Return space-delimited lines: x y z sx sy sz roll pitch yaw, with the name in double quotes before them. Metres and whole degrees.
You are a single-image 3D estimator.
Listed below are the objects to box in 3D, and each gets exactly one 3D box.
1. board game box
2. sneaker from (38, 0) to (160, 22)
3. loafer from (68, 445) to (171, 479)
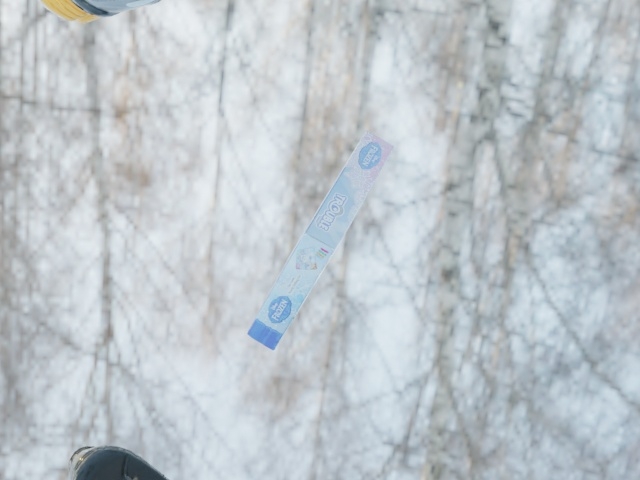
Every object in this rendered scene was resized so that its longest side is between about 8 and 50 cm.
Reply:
"board game box" 0.000 0.000 0.812 0.020 0.090 0.090 31 -135 0
"sneaker" -0.074 -0.205 0.713 0.083 0.214 0.084 9 -179 42
"loafer" -0.091 0.186 0.978 0.062 0.170 0.061 -45 -162 -10
